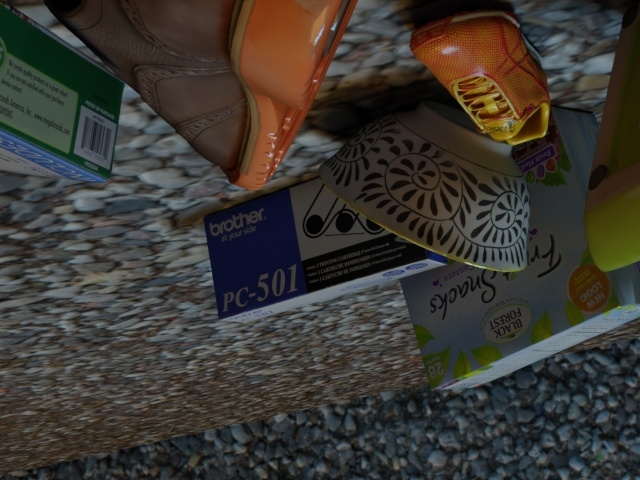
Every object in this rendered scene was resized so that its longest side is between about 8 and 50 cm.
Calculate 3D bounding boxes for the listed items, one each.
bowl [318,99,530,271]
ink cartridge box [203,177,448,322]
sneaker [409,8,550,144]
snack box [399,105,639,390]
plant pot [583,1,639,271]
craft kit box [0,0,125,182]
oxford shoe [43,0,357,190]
[{"bbox_3d":[0.090,-0.052,0.893,0.170,0.080,0.170,21,-164,-7],"label":"bowl"},{"bbox_3d":[0.000,0.000,1.051,0.207,0.097,0.046,-18,164,27],"label":"ink cartridge box"},{"bbox_3d":[0.113,-0.104,0.791,0.064,0.067,0.175,-16,163,29],"label":"sneaker"},{"bbox_3d":[0.161,0.012,1.024,0.070,0.174,0.207,1,157,-42],"label":"snack box"},{"bbox_3d":[0.294,-0.062,0.719,0.207,0.227,0.228,25,154,-16],"label":"plant pot"},{"bbox_3d":[-0.243,-0.083,0.481,0.246,0.061,0.250,4,171,18],"label":"craft kit box"},{"bbox_3d":[-0.054,-0.117,0.590,0.132,0.130,0.364,24,169,-3],"label":"oxford shoe"}]
